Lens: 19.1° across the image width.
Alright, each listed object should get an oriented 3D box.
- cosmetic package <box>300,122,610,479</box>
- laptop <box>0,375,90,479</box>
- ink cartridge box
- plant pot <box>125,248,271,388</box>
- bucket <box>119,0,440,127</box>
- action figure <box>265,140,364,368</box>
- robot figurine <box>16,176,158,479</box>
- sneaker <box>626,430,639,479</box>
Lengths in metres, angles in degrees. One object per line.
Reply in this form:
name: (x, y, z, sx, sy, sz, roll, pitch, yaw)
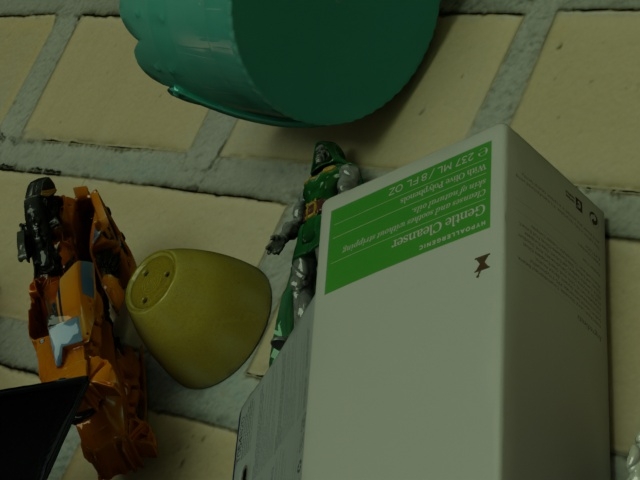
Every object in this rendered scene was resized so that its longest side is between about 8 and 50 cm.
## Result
cosmetic package: (0.106, 0.119, 1.457, 0.197, 0.155, 0.365, -24, 44, 32)
laptop: (-0.367, 0.365, 1.669, 0.382, 0.236, 0.408, -12, 94, 30)
ink cartridge box: (-0.023, 0.185, 1.602, 0.224, 0.045, 0.223, 124, 156, -52)
plant pot: (-0.127, 0.060, 1.805, 0.134, 0.095, 0.134, -27, 44, 30)
bucket: (-0.031, -0.240, 1.804, 0.183, 0.281, 0.281, 24, 80, 52)
action figure: (0.000, 0.000, 1.749, 0.137, 0.063, 0.232, -28, 40, 34)
robot figurine: (-0.221, 0.073, 1.832, 0.085, 0.211, 0.291, -16, 49, 6)
sneaker: (0.242, 0.199, 1.321, 0.071, 0.068, 0.170, -5, 57, 39)
